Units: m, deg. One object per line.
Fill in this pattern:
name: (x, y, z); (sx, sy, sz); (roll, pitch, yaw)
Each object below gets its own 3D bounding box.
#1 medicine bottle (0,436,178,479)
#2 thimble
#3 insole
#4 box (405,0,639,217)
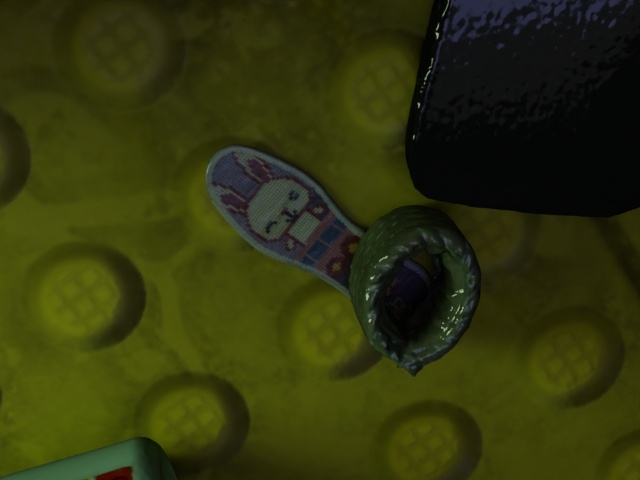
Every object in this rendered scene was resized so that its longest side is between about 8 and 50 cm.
medicine bottle: (-0.203, 0.232, 0.939); (0.225, 0.139, 0.139); (-16, 113, 0)
thimble: (0.064, 0.034, 0.927); (0.084, 0.062, 0.110); (3, 111, -10)
insole: (0.000, 0.000, 0.943); (0.197, 0.004, 0.065); (36, 103, -19)
box: (0.165, -0.117, 0.896); (0.201, 0.042, 0.213); (6, 112, -10)
